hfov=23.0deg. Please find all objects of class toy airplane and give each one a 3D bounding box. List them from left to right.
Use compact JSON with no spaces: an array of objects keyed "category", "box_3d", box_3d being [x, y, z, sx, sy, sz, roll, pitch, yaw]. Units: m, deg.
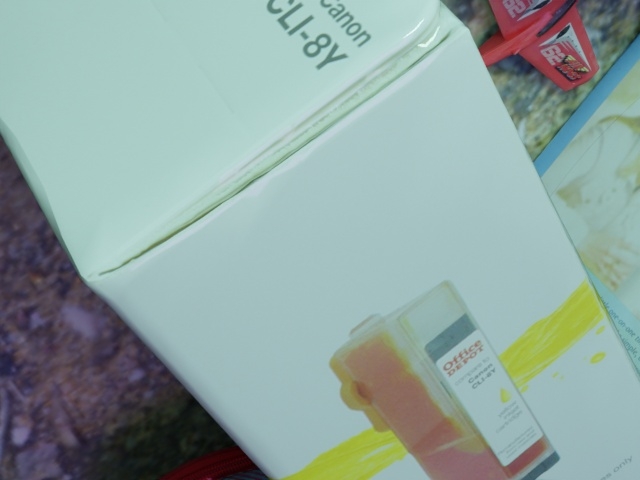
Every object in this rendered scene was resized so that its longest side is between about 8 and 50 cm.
[{"category":"toy airplane","box_3d":[0.104,-0.109,0.892,0.151,0.028,0.151,-26,143,-21]}]

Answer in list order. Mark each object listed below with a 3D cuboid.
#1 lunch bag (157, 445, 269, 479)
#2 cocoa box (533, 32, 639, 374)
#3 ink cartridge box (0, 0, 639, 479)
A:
[{"category":"lunch bag","box_3d":[-0.007,0.237,1.003,0.258,0.120,0.293,-10,142,-26]},{"category":"cocoa box","box_3d":[0.287,0.066,0.926,0.228,0.347,0.231,25,109,-43]},{"category":"ink cartridge box","box_3d":[0.000,0.000,0.732,0.160,0.279,0.385,-36,136,-2]}]
